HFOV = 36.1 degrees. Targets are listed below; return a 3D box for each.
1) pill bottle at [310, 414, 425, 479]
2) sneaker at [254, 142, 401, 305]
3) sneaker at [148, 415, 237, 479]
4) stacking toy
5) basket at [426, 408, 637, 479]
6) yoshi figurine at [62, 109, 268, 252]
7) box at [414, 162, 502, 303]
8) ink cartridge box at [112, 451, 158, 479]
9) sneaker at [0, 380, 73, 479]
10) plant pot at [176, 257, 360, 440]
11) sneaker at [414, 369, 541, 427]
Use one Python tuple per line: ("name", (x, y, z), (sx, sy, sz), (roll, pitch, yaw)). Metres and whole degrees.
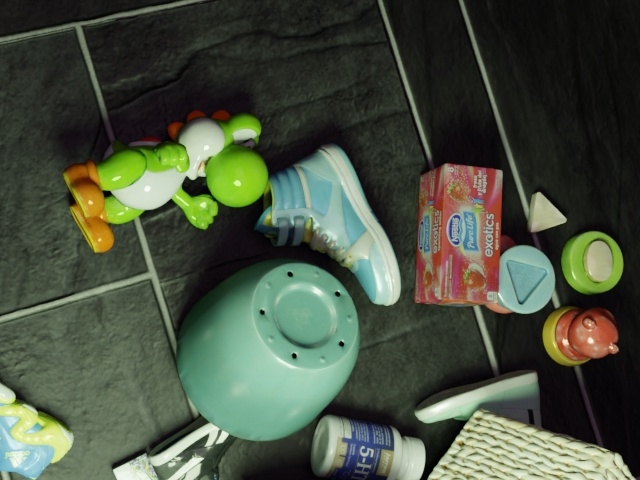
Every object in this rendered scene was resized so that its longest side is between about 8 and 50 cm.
("pill bottle", (0.086, 0.382, 1.758), (0.187, 0.112, 0.111), (13, 80, -15))
("sneaker", (0.000, 0.000, 1.775), (0.208, 0.127, 0.319), (-23, 81, -20))
("sneaker", (-0.181, 0.366, 1.706), (0.217, 0.079, 0.121), (-29, 103, -18))
("stacking toy", (0.479, 0.067, 1.907), (0.309, 0.130, 0.279), (34, 75, -11))
("basket", (0.378, 0.507, 1.686), (0.266, 0.331, 0.328), (-52, 122, -21))
("yoshi figurine", (-0.239, -0.099, 1.689), (0.362, 0.204, 0.203), (-27, 107, -20))
("box", (0.259, -0.006, 1.849), (0.123, 0.128, 0.256), (5, 82, -16))
("ink cartridge box", (-0.304, 0.428, 1.677), (0.063, 0.029, 0.115), (-25, 91, -19))
("sneaker", (-0.528, 0.303, 1.593), (0.240, 0.091, 0.126), (37, 75, -10))
("plant pot", (-0.068, 0.164, 1.631), (0.293, 0.235, 0.292), (10, 63, -21))
("sneaker", (0.307, 0.344, 1.840), (0.256, 0.094, 0.151), (-11, 90, -17))
